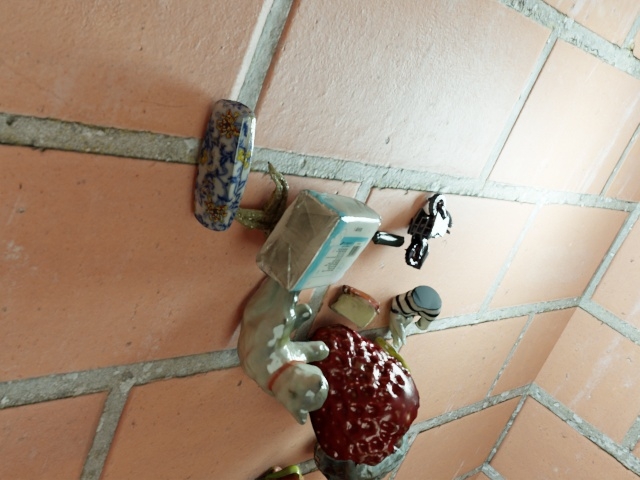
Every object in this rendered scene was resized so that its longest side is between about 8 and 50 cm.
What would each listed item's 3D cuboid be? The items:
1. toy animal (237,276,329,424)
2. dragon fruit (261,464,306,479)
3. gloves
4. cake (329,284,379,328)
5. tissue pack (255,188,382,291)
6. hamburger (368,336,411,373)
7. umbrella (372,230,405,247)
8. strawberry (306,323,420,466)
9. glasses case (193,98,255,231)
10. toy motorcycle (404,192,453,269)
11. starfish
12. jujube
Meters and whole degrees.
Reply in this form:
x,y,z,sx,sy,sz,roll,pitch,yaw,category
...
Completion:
x,y,z,sx,sy,sz,roll,pitch,yaw,category
-0.067,0.245,1.636,0.266,0.188,0.307,25,105,-19,toy animal
-0.116,0.770,2.078,0.227,0.224,0.224,-30,139,-27,dragon fruit
0.257,0.218,2.115,0.140,0.131,0.218,-26,168,-37,gloves
0.090,0.170,1.929,0.086,0.117,0.220,-52,179,3,cake
0.002,-0.002,1.539,0.201,0.124,0.271,-53,162,14,tissue pack
0.166,0.374,2.096,0.137,0.175,0.175,-43,146,6,hamburger
0.175,-0.001,1.881,0.133,0.031,0.036,11,86,-51,umbrella
0.097,0.374,1.871,0.317,0.295,0.345,-31,104,-37,strawberry
-0.174,-0.131,1.307,0.065,0.087,0.247,-26,138,-53,glasses case
0.289,-0.019,1.954,0.122,0.080,0.215,39,74,-48,toy motorcycle
-0.092,-0.067,1.496,0.138,0.050,0.247,-54,149,-2,starfish
0.129,0.639,2.233,0.317,0.226,0.226,-15,131,-49,jujube
